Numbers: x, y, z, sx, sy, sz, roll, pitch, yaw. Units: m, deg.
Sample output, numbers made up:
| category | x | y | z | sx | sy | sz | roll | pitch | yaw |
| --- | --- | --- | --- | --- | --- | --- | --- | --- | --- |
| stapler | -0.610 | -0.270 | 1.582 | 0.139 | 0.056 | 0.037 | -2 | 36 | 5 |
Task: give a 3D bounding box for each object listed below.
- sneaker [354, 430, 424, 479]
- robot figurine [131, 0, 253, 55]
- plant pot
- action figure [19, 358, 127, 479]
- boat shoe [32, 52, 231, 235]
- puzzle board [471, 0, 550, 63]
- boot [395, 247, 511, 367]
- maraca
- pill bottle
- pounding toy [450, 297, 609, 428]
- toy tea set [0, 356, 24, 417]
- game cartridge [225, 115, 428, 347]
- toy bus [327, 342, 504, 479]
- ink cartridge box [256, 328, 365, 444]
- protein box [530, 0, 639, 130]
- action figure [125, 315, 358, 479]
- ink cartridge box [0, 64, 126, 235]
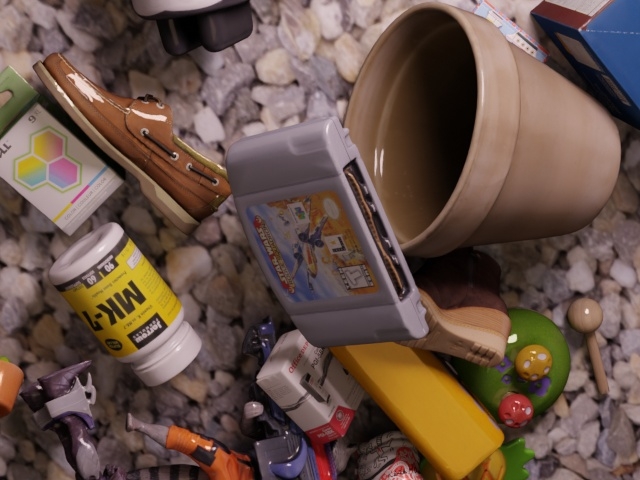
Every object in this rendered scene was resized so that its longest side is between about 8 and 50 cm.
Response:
| category | x | y | z | sx | sy | sz | roll | pitch | yaw |
| --- | --- | --- | --- | --- | --- | --- | --- | --- | --- |
| sneaker | 0.082 | 0.387 | 1.818 | 0.090 | 0.145 | 0.270 | 6 | 143 | -19 |
| robot figurine | -0.163 | -0.374 | 1.505 | 0.209 | 0.173 | 0.278 | -15 | 109 | -8 |
| plant pot | 0.221 | -0.119 | 1.591 | 0.280 | 0.323 | 0.323 | 10 | 106 | -29 |
| action figure | -0.316 | 0.315 | 1.675 | 0.099 | 0.185 | 0.285 | -19 | 86 | -23 |
| boat shoe | -0.240 | -0.147 | 1.604 | 0.104 | 0.111 | 0.307 | -43 | 118 | 2 |
| puzzle board | 0.241 | -0.256 | 1.681 | 0.128 | 0.011 | 0.096 | 36 | 99 | -17 |
| boot | 0.148 | 0.060 | 1.671 | 0.248 | 0.207 | 0.090 | 27 | 123 | -15 |
| maraca | 0.229 | 0.340 | 1.820 | 0.185 | 0.099 | 0.127 | -2 | 125 | -16 |
| pill bottle | -0.261 | 0.089 | 1.660 | 0.119 | 0.119 | 0.208 | -35 | 109 | 4 |
| pounding toy | 0.315 | 0.194 | 1.780 | 0.237 | 0.110 | 0.183 | -14 | 109 | -3 |
| toy tea set | -0.563 | 0.146 | 1.642 | 0.336 | 0.124 | 0.200 | 30 | 136 | -33 |
| game cartridge | 0.000 | 0.000 | 1.521 | 0.198 | 0.062 | 0.297 | -12 | 110 | 38 |
| toy bus | 0.106 | 0.175 | 1.709 | 0.108 | 0.130 | 0.333 | -41 | 96 | 5 |
| ink cartridge box | -0.011 | 0.200 | 1.699 | 0.056 | 0.099 | 0.135 | -26 | 114 | 42 |
| protein box | 0.411 | -0.259 | 1.603 | 0.136 | 0.201 | 0.200 | -41 | 108 | 6 |
| action figure | -0.114 | 0.290 | 1.756 | 0.330 | 0.178 | 0.341 | -3 | 78 | -13 |
| ink cartridge box | -0.369 | -0.117 | 1.609 | 0.109 | 0.062 | 0.209 | -44 | 107 | 7 |
